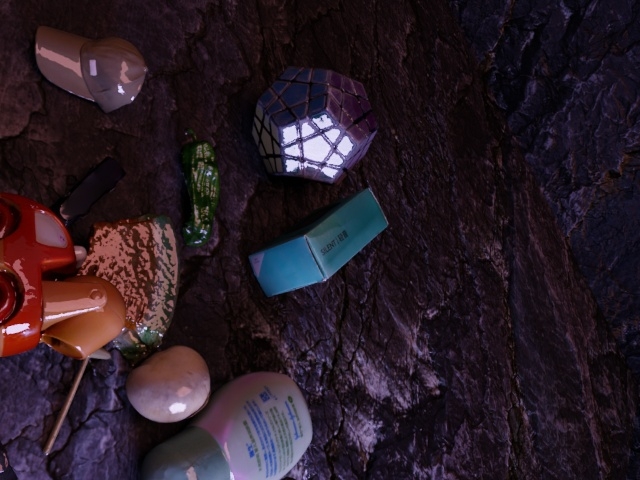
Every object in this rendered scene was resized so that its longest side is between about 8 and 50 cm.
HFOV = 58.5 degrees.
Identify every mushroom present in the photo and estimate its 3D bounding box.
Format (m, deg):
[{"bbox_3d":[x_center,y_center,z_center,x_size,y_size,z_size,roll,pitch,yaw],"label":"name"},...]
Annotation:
[{"bbox_3d":[-0.280,0.269,1.059,0.154,0.122,0.154,9,42,-8],"label":"mushroom"}]

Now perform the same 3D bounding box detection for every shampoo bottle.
[{"bbox_3d":[-0.179,0.397,1.092,0.349,0.151,0.222,-20,95,-49],"label":"shampoo bottle"}]

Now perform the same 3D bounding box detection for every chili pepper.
[{"bbox_3d":[-0.266,-0.116,1.252,0.100,0.074,0.257,7,71,-45],"label":"chili pepper"}]

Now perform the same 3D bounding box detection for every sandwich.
[{"bbox_3d":[-0.357,0.058,1.064,0.212,0.109,0.292,37,52,-32],"label":"sandwich"}]

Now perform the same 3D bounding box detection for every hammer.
[{"bbox_3d":[-0.422,0.272,0.983,0.060,0.028,0.195,40,53,-38],"label":"hammer"}]

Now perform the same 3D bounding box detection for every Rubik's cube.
[{"bbox_3d":[-0.016,-0.281,1.435,0.264,0.319,0.319,54,37,-56],"label":"Rubik's cube"}]

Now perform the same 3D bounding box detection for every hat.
[{"bbox_3d":[-0.449,-0.363,1.125,0.173,0.144,0.166,33,48,-63],"label":"hat"}]

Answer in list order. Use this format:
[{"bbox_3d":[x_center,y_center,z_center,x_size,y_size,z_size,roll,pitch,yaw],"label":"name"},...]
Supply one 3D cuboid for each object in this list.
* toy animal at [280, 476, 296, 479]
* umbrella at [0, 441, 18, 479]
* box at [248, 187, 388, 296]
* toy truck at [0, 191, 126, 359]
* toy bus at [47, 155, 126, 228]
[{"bbox_3d":[-0.154,0.578,1.044,0.106,0.168,0.343,58,29,-10],"label":"toy animal"},{"bbox_3d":[-0.517,0.271,0.855,0.066,0.059,0.236,-7,77,-69],"label":"umbrella"},{"bbox_3d":[0.000,0.000,1.392,0.311,0.205,0.118,-38,102,-46],"label":"box"},{"bbox_3d":[-0.431,0.058,0.884,0.239,0.189,0.265,-1,69,-32],"label":"toy truck"},{"bbox_3d":[-0.439,-0.084,1.059,0.057,0.072,0.172,49,48,-20],"label":"toy bus"}]
